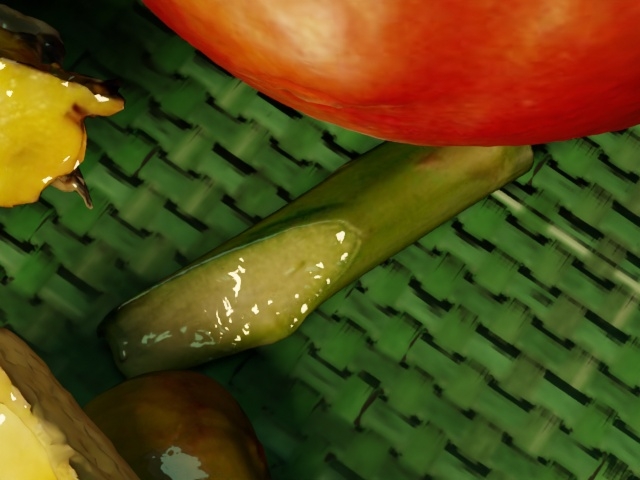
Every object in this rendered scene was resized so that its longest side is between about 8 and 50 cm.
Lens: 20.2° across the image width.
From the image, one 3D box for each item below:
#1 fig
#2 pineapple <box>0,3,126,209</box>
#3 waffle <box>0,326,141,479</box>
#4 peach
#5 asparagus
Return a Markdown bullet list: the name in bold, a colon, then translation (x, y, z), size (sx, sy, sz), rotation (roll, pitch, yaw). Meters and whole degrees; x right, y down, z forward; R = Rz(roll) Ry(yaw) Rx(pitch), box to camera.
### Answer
- **fig**: translation (-0.060, 0.084, 0.611), size (0.088, 0.074, 0.074), rotation (-16, 68, 9)
- **pineapple**: translation (-0.251, -0.067, 0.627), size (0.334, 0.161, 0.158), rotation (15, 24, -18)
- **waffle**: translation (-0.080, 0.170, 0.541), size (0.168, 0.057, 0.274), rotation (-45, 77, 7)
- **peach**: translation (0.069, -0.160, 0.619), size (0.338, 0.281, 0.281), rotation (2, 60, -46)
- **asparagus**: translation (0.000, 0.000, 0.672), size (0.178, 0.041, 0.045), rotation (-32, 66, -19)
